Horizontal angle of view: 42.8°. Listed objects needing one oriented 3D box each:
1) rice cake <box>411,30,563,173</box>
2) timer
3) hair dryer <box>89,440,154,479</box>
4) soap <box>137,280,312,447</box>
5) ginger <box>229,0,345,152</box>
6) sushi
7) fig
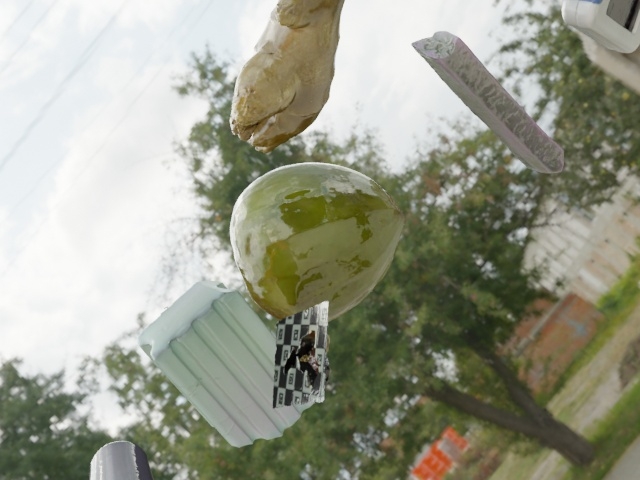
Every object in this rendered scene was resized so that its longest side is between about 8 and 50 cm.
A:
[{"bbox_3d":[0.275,-0.213,1.290,0.365,0.072,0.056,36,-91,-36],"label":"rice cake"},{"bbox_3d":[0.464,-0.408,1.301,0.253,0.078,0.178,1,-72,-55],"label":"timer"},{"bbox_3d":[-0.266,0.225,0.687,0.121,0.361,0.301,-55,25,5],"label":"hair dryer"},{"bbox_3d":[-0.150,0.215,1.372,0.173,0.095,0.290,-44,-59,-15],"label":"soap"},{"bbox_3d":[-0.062,-0.292,1.229,0.236,0.166,0.376,-29,-38,-24],"label":"ginger"},{"bbox_3d":[-0.019,0.171,1.181,0.201,0.031,0.139,152,124,-62],"label":"sushi"},{"bbox_3d":[-0.007,-0.009,1.630,0.343,0.343,0.343,-45,-17,-18],"label":"fig"}]
